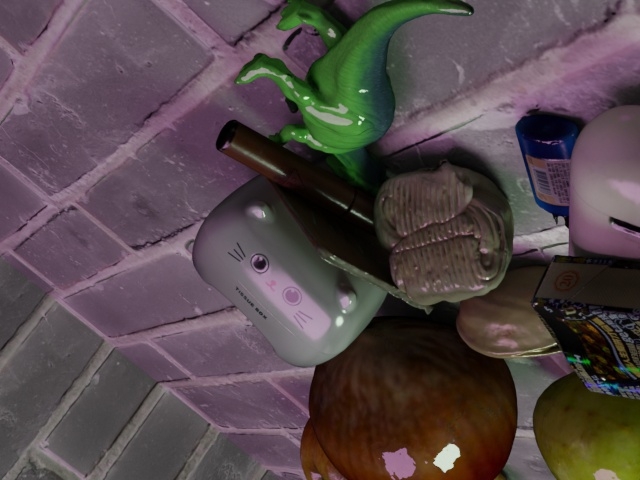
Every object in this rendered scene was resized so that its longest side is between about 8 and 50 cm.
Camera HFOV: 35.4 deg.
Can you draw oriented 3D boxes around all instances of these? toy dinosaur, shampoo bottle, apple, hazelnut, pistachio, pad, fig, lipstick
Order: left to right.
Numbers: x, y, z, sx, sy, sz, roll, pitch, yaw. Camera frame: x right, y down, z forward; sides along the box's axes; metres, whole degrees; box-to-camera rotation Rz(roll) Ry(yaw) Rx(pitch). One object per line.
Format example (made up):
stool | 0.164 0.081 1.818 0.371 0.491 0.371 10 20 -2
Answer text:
lipstick | -0.001 -0.083 1.552 0.356 0.057 0.057 28 160 -25
pad | 0.039 -0.012 1.601 0.284 0.018 0.286 28 -161 -40
apple | 0.080 0.570 2.571 0.309 0.250 0.277 29 155 17
toy dinosaur | 0.089 -0.166 1.380 0.500 0.144 0.374 10 151 51
hazelnut | 0.170 0.299 1.878 0.409 0.359 0.359 14 148 38
pistachio | 0.328 0.116 1.588 0.237 0.153 0.138 -11 146 22
shampoo bottle | 0.317 -0.088 1.335 0.087 0.050 0.183 13 147 34
fig | 0.477 0.314 1.639 0.258 0.258 0.326 45 172 -21

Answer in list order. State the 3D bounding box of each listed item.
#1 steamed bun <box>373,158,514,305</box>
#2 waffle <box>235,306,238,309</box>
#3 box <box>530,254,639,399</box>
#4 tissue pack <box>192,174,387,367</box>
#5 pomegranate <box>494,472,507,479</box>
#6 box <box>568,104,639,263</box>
steamed bun | 0.200 -0.013 1.499 0.218 0.211 0.144 -18 169 40
waffle | -0.080 0.193 2.331 0.245 0.052 0.254 40 154 -8
box | 0.430 0.118 1.188 0.310 0.084 0.198 4 143 47
tissue pack | -0.043 0.039 1.753 0.333 0.229 0.236 45 139 0
pomegranate | 0.364 0.618 2.386 0.207 0.207 0.207 28 154 15
box | 0.443 -0.006 1.217 0.288 0.141 0.349 23 153 25
